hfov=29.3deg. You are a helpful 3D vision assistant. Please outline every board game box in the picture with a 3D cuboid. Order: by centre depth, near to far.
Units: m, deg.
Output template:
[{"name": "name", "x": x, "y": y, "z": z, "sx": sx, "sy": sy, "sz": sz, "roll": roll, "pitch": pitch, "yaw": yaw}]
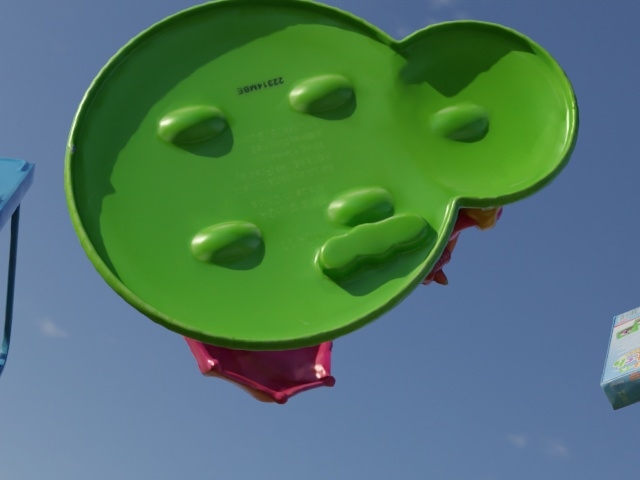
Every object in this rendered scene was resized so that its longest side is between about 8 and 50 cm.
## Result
[{"name": "board game box", "x": 0.393, "y": 0.103, "z": 1.333, "sx": 0.160, "sy": 0.211, "sz": 0.039, "roll": -25, "pitch": -83, "yaw": 23}]

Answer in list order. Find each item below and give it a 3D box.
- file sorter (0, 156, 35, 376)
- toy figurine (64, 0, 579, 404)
[{"name": "file sorter", "x": -0.225, "y": 0.015, "z": 0.546, "sx": 0.170, "sy": 0.105, "sz": 0.118, "roll": 7, "pitch": 12, "yaw": -7}, {"name": "toy figurine", "x": 0.000, "y": 0.000, "z": 0.470, "sx": 0.159, "sy": 0.173, "sz": 0.130, "roll": 95, "pitch": -22, "yaw": -65}]
